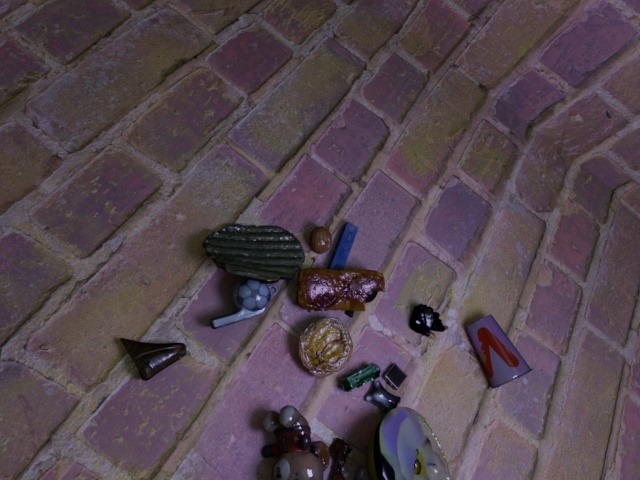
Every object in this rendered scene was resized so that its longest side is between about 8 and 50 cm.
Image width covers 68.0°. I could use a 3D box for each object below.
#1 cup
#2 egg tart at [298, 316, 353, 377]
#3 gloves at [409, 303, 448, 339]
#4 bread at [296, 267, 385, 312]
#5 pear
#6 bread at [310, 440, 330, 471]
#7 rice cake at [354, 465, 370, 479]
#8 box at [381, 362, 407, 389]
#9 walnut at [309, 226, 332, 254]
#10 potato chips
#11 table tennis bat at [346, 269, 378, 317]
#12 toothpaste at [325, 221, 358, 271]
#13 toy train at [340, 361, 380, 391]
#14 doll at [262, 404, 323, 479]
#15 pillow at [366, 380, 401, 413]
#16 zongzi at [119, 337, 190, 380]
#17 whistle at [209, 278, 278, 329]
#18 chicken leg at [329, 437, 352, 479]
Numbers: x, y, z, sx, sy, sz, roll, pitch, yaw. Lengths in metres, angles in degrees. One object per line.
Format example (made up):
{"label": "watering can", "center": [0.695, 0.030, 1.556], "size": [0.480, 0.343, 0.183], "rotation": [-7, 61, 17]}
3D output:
{"label": "cup", "center": [0.780, 0.490, 2.124], "size": [0.203, 0.203, 0.288], "rotation": [-15, 67, -26]}
{"label": "egg tart", "center": [0.013, 0.423, 1.903], "size": [0.232, 0.098, 0.252], "rotation": [39, 64, -9]}
{"label": "gloves", "center": [0.496, 0.361, 2.105], "size": [0.180, 0.106, 0.129], "rotation": [14, 61, -10]}
{"label": "bread", "center": [0.087, 0.209, 1.981], "size": [0.380, 0.109, 0.185], "rotation": [2, 82, -13]}
{"label": "pear", "center": [0.297, 0.835, 1.747], "size": [0.399, 0.165, 0.399], "rotation": [30, 40, -28]}
{"label": "bread", "center": [-0.007, 0.796, 1.744], "size": [0.082, 0.060, 0.113], "rotation": [22, 63, -42]}
{"label": "rice cake", "center": [0.174, 0.943, 1.750], "size": [0.063, 0.069, 0.206], "rotation": [0, 67, -21]}
{"label": "box", "center": [0.309, 0.569, 1.982], "size": [0.079, 0.035, 0.083], "rotation": [46, 59, 2]}
{"label": "walnut", "center": [0.000, 0.000, 2.080], "size": [0.105, 0.105, 0.124], "rotation": [11, 75, -16]}
{"label": "potato chips", "center": [-0.252, 0.047, 1.911], "size": [0.429, 0.070, 0.358], "rotation": [4, 36, -26]}
{"label": "table tennis bat", "center": [0.171, 0.232, 2.083], "size": [0.150, 0.027, 0.236], "rotation": [31, 59, -4]}
{"label": "toothpaste", "center": [0.096, 0.043, 2.123], "size": [0.066, 0.053, 0.272], "rotation": [29, 60, -12]}
{"label": "toy train", "center": [0.163, 0.546, 1.899], "size": [0.178, 0.104, 0.071], "rotation": [-19, 71, -27]}
{"label": "doll", "center": [-0.096, 0.754, 1.669], "size": [0.174, 0.235, 0.330], "rotation": [21, 52, -52]}
{"label": "pillow", "center": [0.257, 0.642, 1.922], "size": [0.135, 0.055, 0.091], "rotation": [36, 92, 0]}
{"label": "zongzi", "center": [-0.591, 0.379, 1.704], "size": [0.187, 0.084, 0.184], "rotation": [-28, 70, -35]}
{"label": "whistle", "center": [-0.298, 0.226, 1.836], "size": [0.289, 0.163, 0.163], "rotation": [-15, 74, -22]}
{"label": "chicken leg", "center": [0.070, 0.882, 1.732], "size": [0.113, 0.093, 0.304], "rotation": [3, 62, -8]}
